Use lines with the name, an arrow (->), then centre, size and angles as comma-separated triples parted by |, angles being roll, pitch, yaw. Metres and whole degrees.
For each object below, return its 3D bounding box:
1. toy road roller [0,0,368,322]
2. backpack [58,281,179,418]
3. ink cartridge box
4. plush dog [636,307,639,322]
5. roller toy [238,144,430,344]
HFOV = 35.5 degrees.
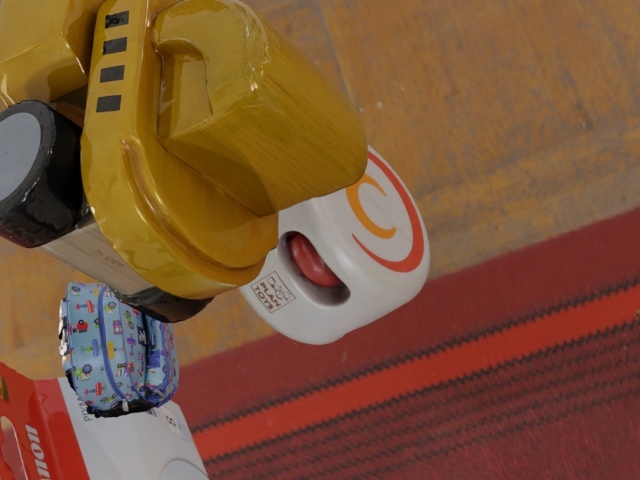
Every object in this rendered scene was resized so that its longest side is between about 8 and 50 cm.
toy road roller -> -0.097, -0.113, 0.745 | 0.240, 0.202, 0.329 | -19, 55, 27
backpack -> -0.238, 0.120, 1.167 | 0.117, 0.173, 0.158 | -8, 71, 0
ink cartridge box -> -0.253, 0.289, 1.242 | 0.091, 0.385, 0.308 | -33, 54, 5
plush dog -> 0.424, 0.089, 0.867 | 0.210, 0.262, 0.225 | 48, 133, -2
roller toy -> 0.000, 0.000, 1.008 | 0.146, 0.209, 0.191 | -32, 56, 32
